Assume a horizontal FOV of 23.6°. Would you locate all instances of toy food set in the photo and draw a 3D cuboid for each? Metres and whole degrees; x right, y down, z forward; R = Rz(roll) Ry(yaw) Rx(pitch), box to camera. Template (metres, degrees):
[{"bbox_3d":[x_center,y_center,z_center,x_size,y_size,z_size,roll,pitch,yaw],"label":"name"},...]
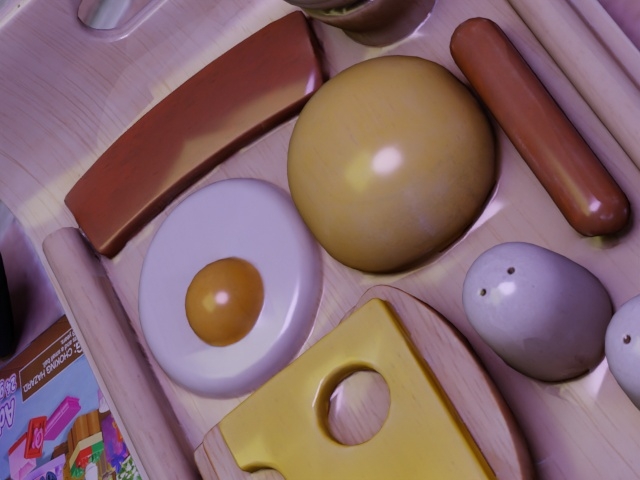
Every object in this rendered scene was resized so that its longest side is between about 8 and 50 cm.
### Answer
[{"bbox_3d":[0.000,0.000,0.466,0.220,0.092,0.306,-39,56,13],"label":"toy food set"}]

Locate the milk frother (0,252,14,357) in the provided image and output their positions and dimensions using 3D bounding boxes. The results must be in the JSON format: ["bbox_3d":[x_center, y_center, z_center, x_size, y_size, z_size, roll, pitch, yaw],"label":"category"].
[{"bbox_3d":[-0.225,0.003,0.756,0.134,0.129,0.143,92,154,-58],"label":"milk frother"}]

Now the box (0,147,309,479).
[{"bbox_3d":[-0.071,0.122,0.614,0.293,0.057,0.200,-37,56,39],"label":"box"}]
